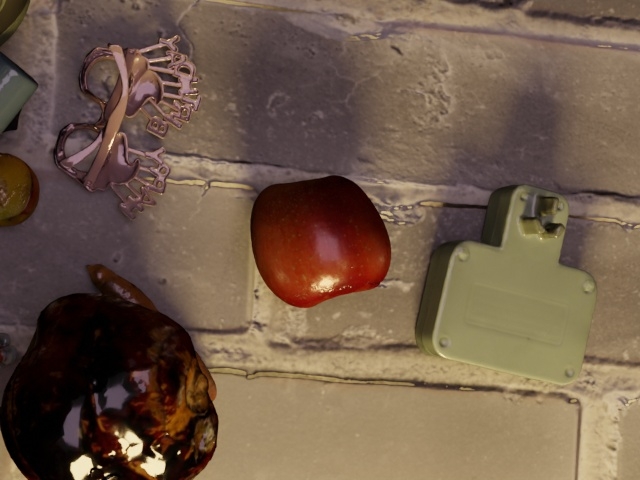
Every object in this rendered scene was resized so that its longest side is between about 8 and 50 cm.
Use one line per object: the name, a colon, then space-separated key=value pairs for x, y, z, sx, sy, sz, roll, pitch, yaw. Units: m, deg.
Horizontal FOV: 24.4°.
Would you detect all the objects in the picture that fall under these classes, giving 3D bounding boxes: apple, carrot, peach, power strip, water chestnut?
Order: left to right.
peach: x=-0.404 y=-0.060 z=1.903 sx=0.098 sy=0.061 sz=0.098 roll=-4 pitch=72 yaw=12
water chestnut: x=-0.270 y=0.209 z=1.837 sx=0.289 sy=0.244 sz=0.289 roll=-13 pitch=117 yaw=-27
carrot: x=-0.220 y=0.122 z=1.945 sx=0.059 sy=0.059 sz=0.248 roll=-39 pitch=94 yaw=-14
apple: x=0.000 y=0.000 z=1.949 sx=0.181 sy=0.181 sz=0.168 roll=-10 pitch=88 yaw=-16
power strip: x=0.276 y=0.055 z=2.043 sx=0.229 sy=0.141 sz=0.261 roll=14 pitch=86 yaw=-15

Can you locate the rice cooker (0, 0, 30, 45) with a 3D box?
rice cooker: x=-0.483 y=-0.365 z=1.792 sx=0.288 sy=0.277 sz=0.288 roll=5 pitch=68 yaw=-13

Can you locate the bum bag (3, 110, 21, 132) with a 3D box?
bum bag: x=-0.447 y=-0.158 z=1.910 sx=0.124 sy=0.034 sz=0.057 roll=-17 pitch=91 yaw=-16

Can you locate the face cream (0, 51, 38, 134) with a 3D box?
face cream: x=-0.500 y=-0.070 z=1.854 sx=0.135 sy=0.086 sz=0.385 roll=40 pitch=93 yaw=-10

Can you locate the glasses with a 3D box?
glasses: x=-0.242 y=-0.161 z=1.938 sx=0.162 sy=0.095 sz=0.255 roll=21 pitch=83 yaw=-21

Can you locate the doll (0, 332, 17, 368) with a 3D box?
doll: x=-0.471 y=0.167 z=1.867 sx=0.180 sy=0.079 sz=0.094 roll=-27 pitch=65 yaw=-22
